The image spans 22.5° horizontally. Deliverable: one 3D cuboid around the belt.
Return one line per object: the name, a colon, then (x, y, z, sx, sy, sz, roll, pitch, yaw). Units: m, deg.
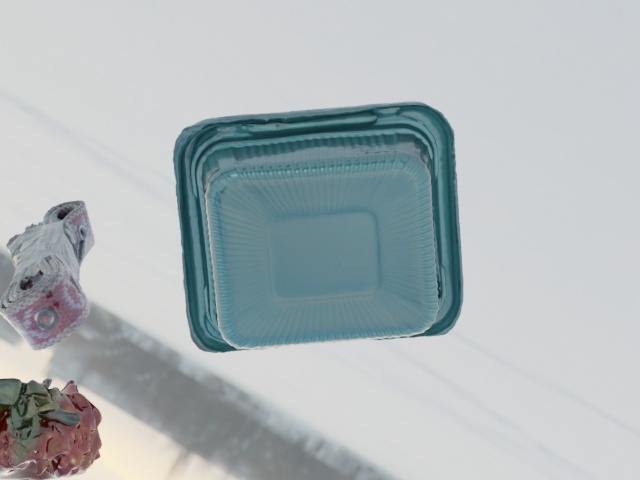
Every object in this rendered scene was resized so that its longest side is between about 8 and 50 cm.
belt: (-0.225, 0.026, 1.327, 0.053, 0.071, 0.232, 58, -174, -18)

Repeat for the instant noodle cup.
instant noodle cup: (0.000, 0.000, 0.994, 0.179, 0.157, 0.070, -5, -162, 0)

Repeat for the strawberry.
strawberry: (-0.157, 0.080, 0.692, 0.104, 0.048, 0.152, 13, 165, -43)
